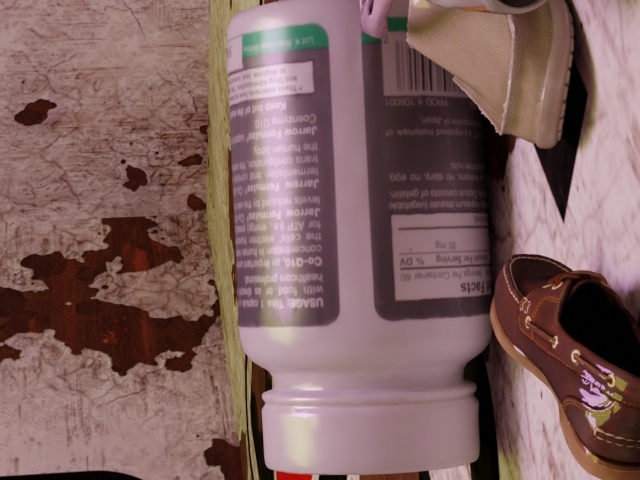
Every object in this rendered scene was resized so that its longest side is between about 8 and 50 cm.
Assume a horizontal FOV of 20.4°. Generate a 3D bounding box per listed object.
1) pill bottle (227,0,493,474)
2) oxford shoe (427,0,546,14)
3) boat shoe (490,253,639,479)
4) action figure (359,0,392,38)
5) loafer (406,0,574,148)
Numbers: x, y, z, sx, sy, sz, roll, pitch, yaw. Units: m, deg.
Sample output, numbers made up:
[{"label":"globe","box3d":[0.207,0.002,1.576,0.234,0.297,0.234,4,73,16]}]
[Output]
[{"label":"pill bottle","box3d":[0.032,-0.004,1.407,0.204,0.204,0.361,169,99,-82]},{"label":"oxford shoe","box3d":[0.130,-0.306,0.957,0.130,0.169,0.449,34,135,20]},{"label":"boat shoe","box3d":[0.156,0.055,1.044,0.207,0.073,0.073,-120,29,-57]},{"label":"action figure","box3d":[0.036,-0.373,1.200,0.370,0.275,0.248,-55,-1,-20]},{"label":"loafer","box3d":[0.107,-0.149,1.228,0.268,0.092,0.102,-105,14,-55]}]
